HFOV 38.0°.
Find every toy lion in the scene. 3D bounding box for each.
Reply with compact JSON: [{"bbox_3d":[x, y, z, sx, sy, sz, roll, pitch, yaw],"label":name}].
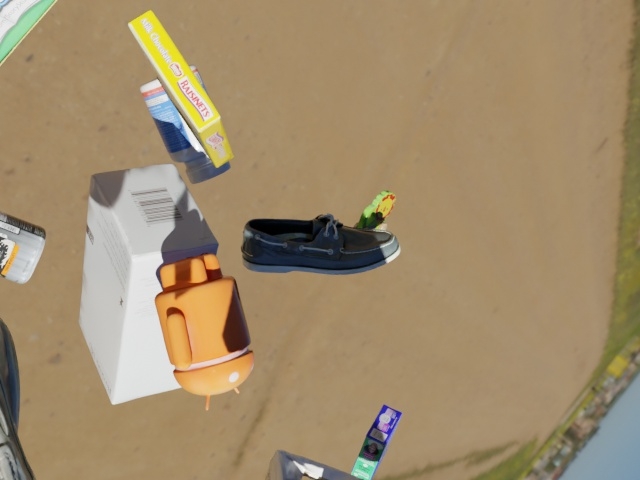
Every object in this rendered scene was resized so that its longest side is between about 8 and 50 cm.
[{"bbox_3d":[0.120,-0.060,1.973,0.100,0.034,0.096,-16,131,-49],"label":"toy lion"}]

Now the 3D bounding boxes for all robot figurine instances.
[{"bbox_3d":[-0.169,0.133,1.377,0.128,0.219,0.158,-14,-178,-15],"label":"robot figurine"}]

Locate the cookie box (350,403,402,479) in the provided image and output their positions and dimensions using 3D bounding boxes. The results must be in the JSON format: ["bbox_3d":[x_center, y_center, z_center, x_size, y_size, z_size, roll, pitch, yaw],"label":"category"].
[{"bbox_3d":[0.098,0.358,1.632,0.092,0.040,0.107,-49,160,-52],"label":"cookie box"}]

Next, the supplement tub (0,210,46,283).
[{"bbox_3d":[-0.622,-0.002,1.737,0.117,0.190,0.117,-47,-150,39],"label":"supplement tub"}]

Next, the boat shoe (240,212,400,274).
[{"bbox_3d":[0.000,0.000,1.843,0.116,0.319,0.099,-91,179,-60],"label":"boat shoe"}]

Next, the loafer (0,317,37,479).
[{"bbox_3d":[-0.267,0.181,0.682,0.112,0.319,0.111,-29,151,7],"label":"loafer"}]

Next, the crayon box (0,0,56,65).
[{"bbox_3d":[-0.419,-0.366,1.105,0.363,0.313,0.106,-42,147,18],"label":"crayon box"}]

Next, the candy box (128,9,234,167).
[{"bbox_3d":[-0.119,-0.127,0.828,0.027,0.105,0.206,-31,179,-4],"label":"candy box"}]

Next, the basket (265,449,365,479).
[{"bbox_3d":[-0.009,0.300,0.912,0.167,0.113,0.103,-113,-134,-75],"label":"basket"}]

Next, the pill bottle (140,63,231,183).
[{"bbox_3d":[-0.266,-0.231,1.876,0.124,0.222,0.124,-20,-166,5],"label":"pill bottle"}]

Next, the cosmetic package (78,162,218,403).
[{"bbox_3d":[-0.311,0.081,1.624,0.156,0.217,0.385,-10,137,-29],"label":"cosmetic package"}]
